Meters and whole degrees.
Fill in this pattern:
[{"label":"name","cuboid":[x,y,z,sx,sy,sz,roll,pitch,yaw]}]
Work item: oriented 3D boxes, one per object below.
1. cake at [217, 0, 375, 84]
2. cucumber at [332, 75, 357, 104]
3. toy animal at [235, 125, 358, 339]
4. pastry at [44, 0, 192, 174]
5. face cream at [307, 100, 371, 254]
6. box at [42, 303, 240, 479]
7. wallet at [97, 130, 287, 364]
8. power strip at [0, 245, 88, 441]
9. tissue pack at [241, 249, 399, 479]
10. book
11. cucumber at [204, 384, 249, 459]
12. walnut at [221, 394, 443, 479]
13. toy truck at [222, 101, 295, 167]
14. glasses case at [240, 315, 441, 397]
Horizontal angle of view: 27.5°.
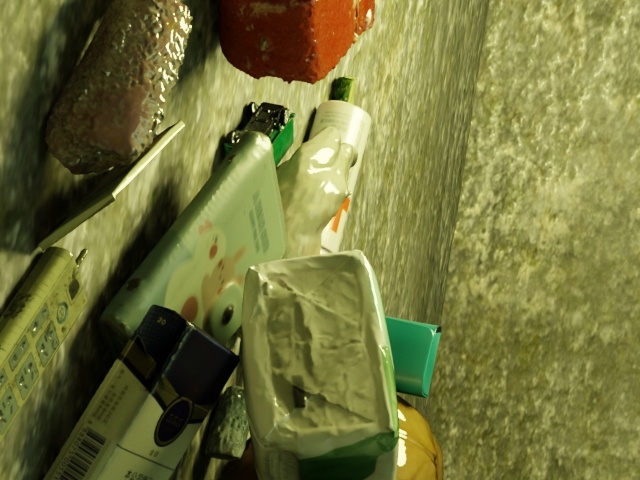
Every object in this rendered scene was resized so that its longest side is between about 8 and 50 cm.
[{"label":"cake","cuboid":[-0.039,-0.333,1.772,0.283,0.177,0.151,-55,151,-44]},{"label":"cucumber","cuboid":[0.036,-0.238,2.313,0.067,0.035,0.107,-57,159,-76]},{"label":"toy animal","cuboid":[0.000,0.000,1.956,0.308,0.188,0.266,-41,133,-23]},{"label":"pastry","cuboid":[-0.204,-0.190,1.411,0.103,0.112,0.265,35,54,-34]},{"label":"face cream","cuboid":[-0.002,-0.061,2.177,0.102,0.102,0.345,63,39,-64]},{"label":"box","cuboid":[-0.209,0.215,1.553,0.259,0.071,0.168,-58,154,-6]},{"label":"wallet","cuboid":[-0.156,0.051,1.705,0.360,0.083,0.252,-54,154,-33]},{"label":"power strip","cuboid":[-0.306,0.100,1.371,0.092,0.034,0.268,83,23,-43]},{"label":"tissue pack","cuboid":[0.001,0.212,1.732,0.356,0.194,0.266,88,-4,-59]},{"label":"book","cuboid":[-0.226,-0.062,1.426,0.014,0.127,0.181,50,35,-12]},{"label":"cucumber","cuboid":[-0.138,0.280,1.999,0.064,0.064,0.112,66,35,-62]},{"label":"walnut","cuboid":[0.012,0.408,2.033,0.308,0.398,0.354,51,20,-17]},{"label":"toy truck","cuboid":[-0.089,-0.145,1.897,0.147,0.065,0.079,-60,157,-53]},{"label":"glasses case","cuboid":[0.030,0.160,2.055,0.070,0.301,0.117,40,60,-69]}]
